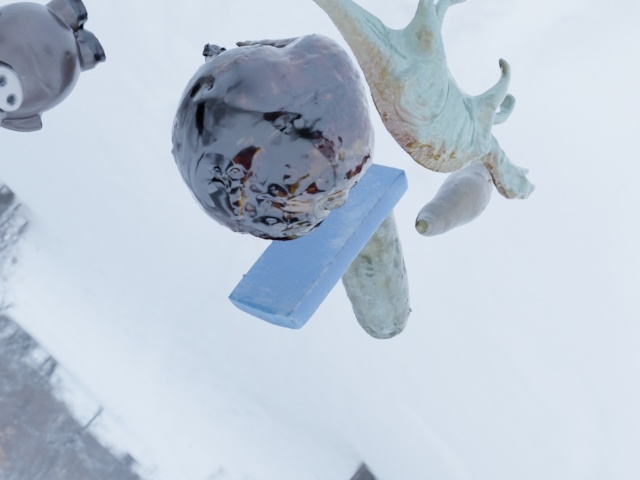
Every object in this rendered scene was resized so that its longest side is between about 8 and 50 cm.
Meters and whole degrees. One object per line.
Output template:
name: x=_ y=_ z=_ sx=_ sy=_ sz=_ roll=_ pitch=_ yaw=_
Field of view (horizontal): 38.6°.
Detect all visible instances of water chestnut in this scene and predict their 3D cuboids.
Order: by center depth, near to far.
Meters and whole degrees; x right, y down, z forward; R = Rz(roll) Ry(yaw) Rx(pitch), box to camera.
water chestnut: x=-0.069 y=-0.144 z=1.215 sx=0.289 sy=0.244 sz=0.289 roll=4 pitch=138 yaw=3

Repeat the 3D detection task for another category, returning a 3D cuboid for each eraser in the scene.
eraser: x=0.000 y=0.000 z=1.417 sx=0.144 sy=0.312 sz=0.042 roll=15 pitch=148 yaw=42

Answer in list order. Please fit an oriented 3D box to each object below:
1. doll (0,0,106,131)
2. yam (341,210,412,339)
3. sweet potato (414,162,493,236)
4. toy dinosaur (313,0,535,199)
doll: x=-0.376 y=-0.189 z=1.070 sx=0.117 sy=0.257 sz=0.182 roll=23 pitch=143 yaw=42
yam: x=0.087 y=0.040 z=1.610 sx=0.133 sy=0.133 sz=0.330 roll=25 pitch=143 yaw=44
sweet potato: x=0.193 y=-0.052 z=1.279 sx=0.077 sy=0.244 sz=0.077 roll=12 pitch=122 yaw=21
toy dinosaur: x=0.088 y=-0.182 z=0.884 sx=0.393 sy=0.205 sz=0.092 roll=19 pitch=171 yaw=-31
